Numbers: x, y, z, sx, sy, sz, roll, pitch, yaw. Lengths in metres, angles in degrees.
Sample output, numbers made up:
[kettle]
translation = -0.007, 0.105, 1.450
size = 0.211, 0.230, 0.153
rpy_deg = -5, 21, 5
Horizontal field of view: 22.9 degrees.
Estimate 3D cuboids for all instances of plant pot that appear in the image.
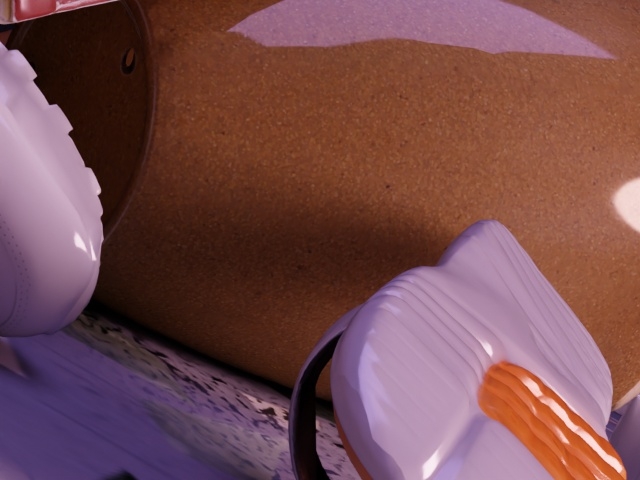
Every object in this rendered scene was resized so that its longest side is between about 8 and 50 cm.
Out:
[plant pot]
translation = -0.001, -0.034, 0.672
size = 0.254, 0.237, 0.237
rpy_deg = 7, 17, -42

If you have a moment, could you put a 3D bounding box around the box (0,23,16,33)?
[box]
translation = -0.197, -0.166, 1.462
size = 0.294, 0.183, 0.296
rpy_deg = 30, 0, -21

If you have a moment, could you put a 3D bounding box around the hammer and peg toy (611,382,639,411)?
[hammer and peg toy]
translation = 0.147, -0.023, 0.894
size = 0.127, 0.361, 0.266
rpy_deg = -27, 60, -35

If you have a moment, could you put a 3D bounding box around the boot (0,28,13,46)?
[boot]
translation = -0.117, -0.124, 0.881
size = 0.283, 0.220, 0.109
rpy_deg = 30, 2, 31

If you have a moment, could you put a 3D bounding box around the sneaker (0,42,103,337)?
[sneaker]
translation = -0.163, -0.048, 0.431
size = 0.235, 0.090, 0.095
rpy_deg = 42, 40, -2

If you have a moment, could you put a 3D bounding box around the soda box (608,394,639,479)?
[soda box]
translation = 0.240, 0.156, 1.084
size = 0.069, 0.074, 0.216
rpy_deg = 30, 1, 20

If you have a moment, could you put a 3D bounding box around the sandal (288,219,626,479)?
[sandal]
translation = 0.040, 0.061, 0.486
size = 0.102, 0.076, 0.265
rpy_deg = 51, 15, 2

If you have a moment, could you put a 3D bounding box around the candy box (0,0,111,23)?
[candy box]
translation = -0.179, -0.155, 0.568
size = 0.316, 0.088, 0.183
rpy_deg = 14, 21, 25
